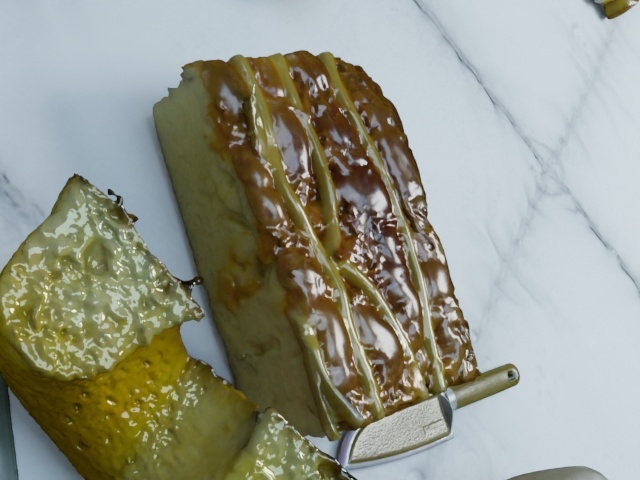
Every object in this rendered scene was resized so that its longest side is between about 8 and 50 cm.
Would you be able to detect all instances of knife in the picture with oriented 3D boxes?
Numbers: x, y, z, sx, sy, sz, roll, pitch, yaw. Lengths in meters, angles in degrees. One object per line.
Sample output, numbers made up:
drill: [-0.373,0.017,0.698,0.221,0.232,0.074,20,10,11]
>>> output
knife: [0.102,0.148,0.829,0.256,0.022,0.046,-11,84,-46]

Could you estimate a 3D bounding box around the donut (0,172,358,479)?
donut: [-0.100,0.098,0.574,0.259,0.152,0.101,49,61,-10]

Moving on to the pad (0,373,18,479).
pad: [-0.250,0.056,0.538,0.159,0.009,0.265,0,73,-45]

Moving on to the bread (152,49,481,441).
bread: [0.000,0.000,0.731,0.184,0.114,0.275,-12,79,-46]

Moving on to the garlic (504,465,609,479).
garlic: [0.136,0.267,0.745,0.318,0.112,0.143,-11,102,-50]

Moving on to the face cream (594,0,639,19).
face cream: [0.350,-0.375,1.272,0.182,0.051,0.072,53,41,-14]
